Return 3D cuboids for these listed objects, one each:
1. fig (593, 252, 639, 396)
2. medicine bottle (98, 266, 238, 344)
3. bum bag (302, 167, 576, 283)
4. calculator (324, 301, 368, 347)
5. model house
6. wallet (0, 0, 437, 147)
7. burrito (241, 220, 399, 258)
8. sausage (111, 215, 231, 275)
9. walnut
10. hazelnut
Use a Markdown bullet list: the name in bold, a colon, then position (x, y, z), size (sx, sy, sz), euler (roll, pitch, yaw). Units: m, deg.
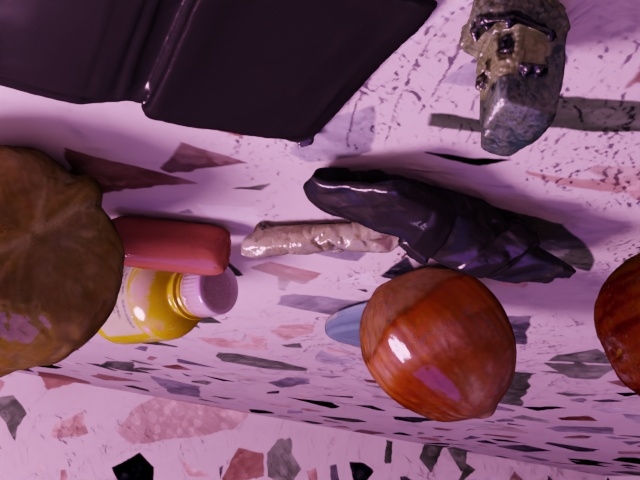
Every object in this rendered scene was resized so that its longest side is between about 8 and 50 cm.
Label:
- **fig**: position (0.386, 0.052, 0.840), size (0.145, 0.170, 0.274), euler (-6, 146, -19)
- **medicine bottle**: position (-0.204, 0.072, 1.124), size (0.212, 0.122, 0.121), euler (-10, 155, 40)
- **bum bag**: position (0.124, -0.009, 0.843), size (0.310, 0.074, 0.137), euler (19, 168, -29)
- **calculator**: position (0.123, 0.134, 1.302), size (0.188, 0.042, 0.302), euler (18, 162, -25)
- **model house**: position (0.120, -0.106, 0.540), size (0.066, 0.083, 0.079), euler (11, 162, -7)
- **wallet**: position (-0.115, -0.141, 0.590), size (0.322, 0.041, 0.247), euler (10, 162, -19)
- **burrito**: position (0.000, 0.000, 0.961), size (0.185, 0.041, 0.045), euler (-3, 150, 21)
- **sausage**: position (-0.184, 0.006, 1.012), size (0.154, 0.062, 0.062), euler (6, 161, 4)
- **walnut**: position (-0.329, 0.030, 0.873), size (0.227, 0.283, 0.283), euler (44, 150, -12)
- **hazelnut**: position (0.146, 0.130, 1.050), size (0.214, 0.176, 0.214), euler (47, 160, 23)
